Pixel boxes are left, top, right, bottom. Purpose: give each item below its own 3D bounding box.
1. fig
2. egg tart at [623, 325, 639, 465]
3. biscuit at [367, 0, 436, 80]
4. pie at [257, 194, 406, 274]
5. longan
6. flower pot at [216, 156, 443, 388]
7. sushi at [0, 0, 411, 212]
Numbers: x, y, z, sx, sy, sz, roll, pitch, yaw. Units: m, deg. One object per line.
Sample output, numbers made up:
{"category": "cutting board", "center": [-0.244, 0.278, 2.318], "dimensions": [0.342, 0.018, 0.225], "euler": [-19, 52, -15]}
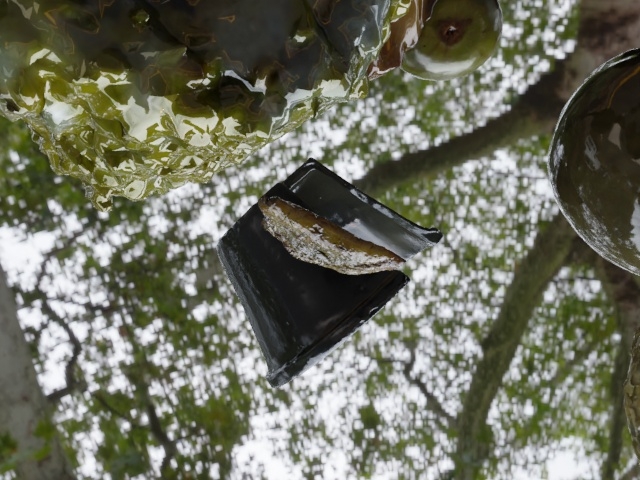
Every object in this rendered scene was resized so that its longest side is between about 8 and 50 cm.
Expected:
{"category": "fig", "center": [0.154, -0.281, 1.307], "dimensions": [0.147, 0.142, 0.186], "euler": [21, -146, -19]}
{"category": "egg tart", "center": [0.443, 0.161, 1.047], "dimensions": [0.278, 0.279, 0.095], "euler": [-6, -179, 0]}
{"category": "biscuit", "center": [-0.021, -0.285, 0.918], "dimensions": [0.325, 0.326, 0.107], "euler": [-39, -151, -30]}
{"category": "pie", "center": [0.000, 0.000, 1.121], "dimensions": [0.169, 0.092, 0.034], "euler": [28, -122, -17]}
{"category": "longan", "center": [0.462, -0.103, 1.415], "dimensions": [0.318, 0.319, 0.319], "euler": [-3, -137, 3]}
{"category": "flower pot", "center": [-0.021, 0.034, 1.701], "dimensions": [0.251, 0.379, 0.379], "euler": [47, -124, -3]}
{"category": "sushi", "center": [-0.119, -0.229, 0.625], "dimensions": [0.351, 0.397, 0.240], "euler": [-40, -169, -20]}
